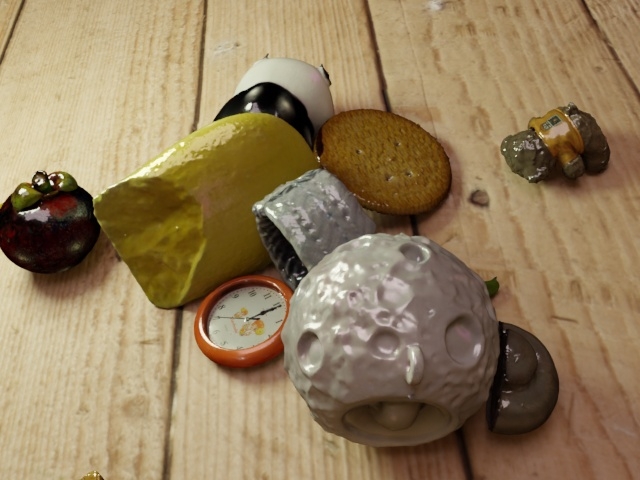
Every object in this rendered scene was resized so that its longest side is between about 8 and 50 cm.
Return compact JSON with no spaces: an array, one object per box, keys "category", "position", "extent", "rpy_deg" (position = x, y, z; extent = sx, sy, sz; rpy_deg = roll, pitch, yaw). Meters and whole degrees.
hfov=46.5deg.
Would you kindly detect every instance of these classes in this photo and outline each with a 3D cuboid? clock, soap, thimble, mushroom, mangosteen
[{"category":"clock","position":[-0.137,0.150,1.393],"extent":[0.205,0.051,0.205],"rpy_deg":[-7,47,8]},{"category":"soap","position":[-0.195,-0.061,1.437],"extent":[0.427,0.306,0.115],"rpy_deg":[-31,20,-6]},{"category":"thimble","position":[0.000,0.000,1.368],"extent":[0.157,0.245,0.217],"rpy_deg":[-36,15,-18]},{"category":"mushroom","position":[0.318,0.220,1.179],"extent":[0.117,0.141,0.188],"rpy_deg":[12,53,-6]},{"category":"mangosteen","position":[-0.573,-0.038,1.552],"extent":[0.216,0.216,0.216],"rpy_deg":[-6,49,7]}]

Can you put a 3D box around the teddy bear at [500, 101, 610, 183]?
[{"category":"teddy bear","position":[0.466,-0.194,1.505],"extent":[0.190,0.140,0.177],"rpy_deg":[-31,53,-3]}]

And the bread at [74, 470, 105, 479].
[{"category":"bread","position":[-0.355,0.494,1.131],"extent":[0.139,0.077,0.271],"rpy_deg":[-30,48,-8]}]

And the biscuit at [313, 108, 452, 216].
[{"category":"biscuit","position":[0.131,-0.165,1.556],"extent":[0.305,0.038,0.305],"rpy_deg":[8,50,-10]}]

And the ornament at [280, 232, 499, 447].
[{"category":"ornament","position":[0.109,0.145,1.155],"extent":[0.337,0.337,0.337],"rpy_deg":[-6,49,7]}]

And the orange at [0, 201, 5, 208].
[{"category":"orange","position":[-0.688,-0.043,1.663],"extent":[0.085,0.085,0.095],"rpy_deg":[-17,45,-2]}]

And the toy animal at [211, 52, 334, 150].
[{"category":"toy animal","position":[-0.097,-0.264,1.632],"extent":[0.251,0.251,0.310],"rpy_deg":[8,59,19]}]

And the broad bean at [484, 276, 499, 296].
[{"category":"broad bean","position":[0.187,0.118,1.353],"extent":[0.297,0.043,0.060],"rpy_deg":[-20,60,-4]}]
